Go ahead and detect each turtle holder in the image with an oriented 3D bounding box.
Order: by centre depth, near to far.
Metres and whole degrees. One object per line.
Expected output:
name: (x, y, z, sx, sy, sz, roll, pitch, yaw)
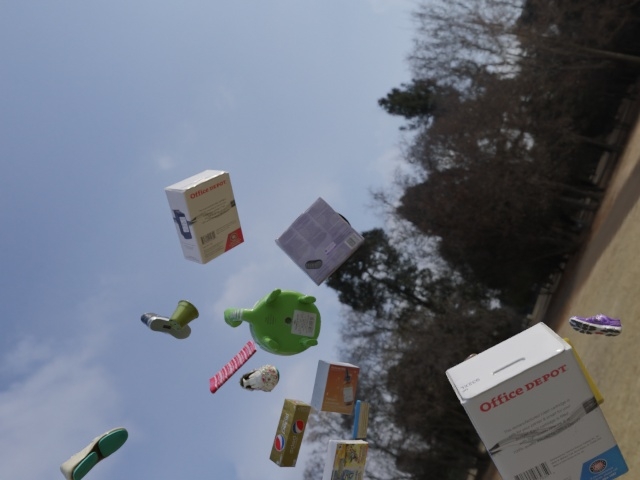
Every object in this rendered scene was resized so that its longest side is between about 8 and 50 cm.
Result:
turtle holder: (-0.167, 0.315, 2.057, 0.320, 0.243, 0.227, -18, -8, -23)

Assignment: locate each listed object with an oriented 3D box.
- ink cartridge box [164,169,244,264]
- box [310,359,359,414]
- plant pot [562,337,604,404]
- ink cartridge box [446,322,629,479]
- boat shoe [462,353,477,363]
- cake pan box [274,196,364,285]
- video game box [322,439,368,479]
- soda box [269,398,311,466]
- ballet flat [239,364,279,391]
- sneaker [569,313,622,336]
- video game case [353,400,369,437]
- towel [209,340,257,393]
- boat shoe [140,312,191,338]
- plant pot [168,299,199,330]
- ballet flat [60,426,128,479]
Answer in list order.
ink cartridge box: (-0.343, -0.075, 1.685, 0.172, 0.100, 0.237, -33, -56, -41)
box: (0.053, 0.528, 2.035, 0.130, 0.091, 0.170, 13, -96, -25)
plant pot: (0.668, 0.442, 1.674, 0.212, 0.212, 0.187, -37, -19, 36)
ink cartridge box: (0.420, 0.352, 1.104, 0.307, 0.223, 0.129, 60, -176, -14)
boat shoe: (0.436, 0.357, 1.522, 0.068, 0.072, 0.190, -48, -31, 11)
cake pan box: (0.000, 0.000, 2.163, 0.267, 0.246, 0.070, -45, -8, -9)
video game box: (0.089, 0.843, 2.068, 0.187, 0.048, 0.205, 20, -103, -46)
soda box: (-0.088, 0.554, 1.624, 0.058, 0.061, 0.181, 19, -96, -38)
ballet flat: (-0.206, 0.462, 1.845, 0.077, 0.091, 0.241, -7, -17, -27)
sneaker: (0.966, 0.291, 1.980, 0.068, 0.170, 0.071, 80, -157, -51)
video game case: (0.141, 0.611, 1.918, 0.166, 0.015, 0.119, 48, -133, -66)
towel: (-0.405, 0.578, 2.587, 0.275, 0.031, 0.199, -44, 9, -7)
boat shoe: (-0.558, 0.303, 2.037, 0.183, 0.083, 0.065, 30, -96, -45)
plant pot: (-0.458, 0.254, 1.859, 0.079, 0.083, 0.083, -55, -26, -45)
ballet flat: (-0.767, 0.712, 1.902, 0.248, 0.086, 0.086, -33, -42, -56)
